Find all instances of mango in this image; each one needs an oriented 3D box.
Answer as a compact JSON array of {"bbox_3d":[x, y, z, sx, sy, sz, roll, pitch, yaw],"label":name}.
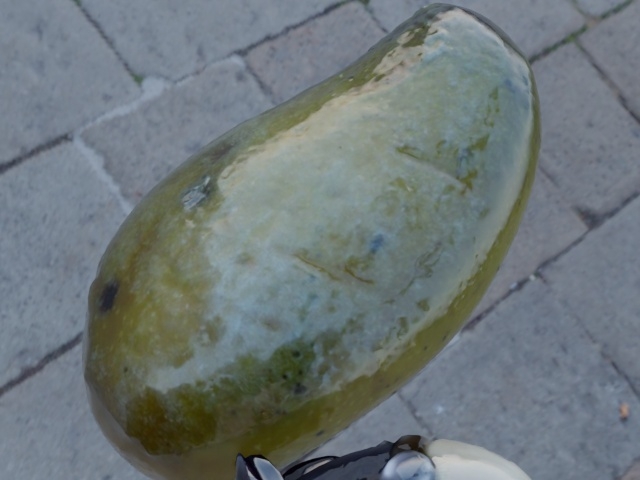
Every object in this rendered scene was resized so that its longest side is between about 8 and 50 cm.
[{"bbox_3d":[0.003,0.007,0.673,0.329,0.175,0.177,-35,107,-10],"label":"mango"}]

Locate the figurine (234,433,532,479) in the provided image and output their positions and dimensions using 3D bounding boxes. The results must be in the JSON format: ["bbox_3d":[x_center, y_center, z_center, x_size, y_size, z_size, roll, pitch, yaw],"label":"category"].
[{"bbox_3d":[-0.080,0.200,0.430,0.241,0.411,0.306,53,25,-35],"label":"figurine"}]
